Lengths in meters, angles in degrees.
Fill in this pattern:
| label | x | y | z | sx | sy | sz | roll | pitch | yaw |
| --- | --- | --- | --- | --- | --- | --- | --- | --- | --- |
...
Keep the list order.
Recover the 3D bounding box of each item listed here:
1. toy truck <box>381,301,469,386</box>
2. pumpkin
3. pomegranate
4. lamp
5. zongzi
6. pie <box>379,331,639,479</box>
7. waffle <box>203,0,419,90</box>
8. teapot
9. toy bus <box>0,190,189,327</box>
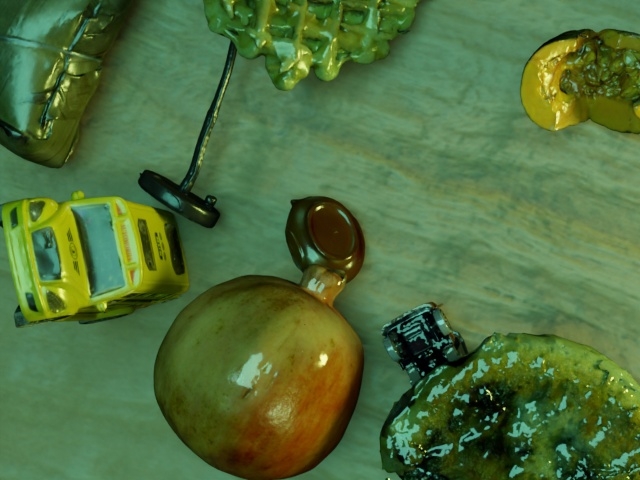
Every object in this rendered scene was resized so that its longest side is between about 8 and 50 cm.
| label | x | y | z | sx | sy | sz | roll | pitch | yaw |
| --- | --- | --- | --- | --- | --- | --- | --- | --- | --- |
| toy truck | 0.150 | 0.167 | 1.851 | 0.083 | 0.092 | 0.192 | -29 | 90 | 10 |
| pumpkin | 0.328 | -0.191 | 1.812 | 0.184 | 0.107 | 0.119 | 6 | 109 | 5 |
| pomegranate | -0.058 | 0.144 | 1.819 | 0.229 | 0.252 | 0.270 | 38 | 100 | 31 |
| lamp | -0.149 | -0.206 | 1.913 | 0.109 | 0.130 | 0.371 | 10 | 96 | -2 |
| zongzi | -0.387 | -0.319 | 1.950 | 0.323 | 0.160 | 0.360 | 30 | 95 | 11 |
| pie | 0.257 | 0.262 | 1.778 | 0.371 | 0.078 | 0.296 | 36 | 95 | -9 |
| waffle | -0.020 | -0.347 | 1.862 | 0.297 | 0.073 | 0.317 | -33 | 83 | -14 |
| teapot | 0.000 | 0.000 | 1.902 | 0.098 | 0.078 | 0.129 | -14 | 72 | -28 |
| toy bus | -0.264 | 0.021 | 1.826 | 0.152 | 0.330 | 0.144 | -13 | 86 | 9 |
